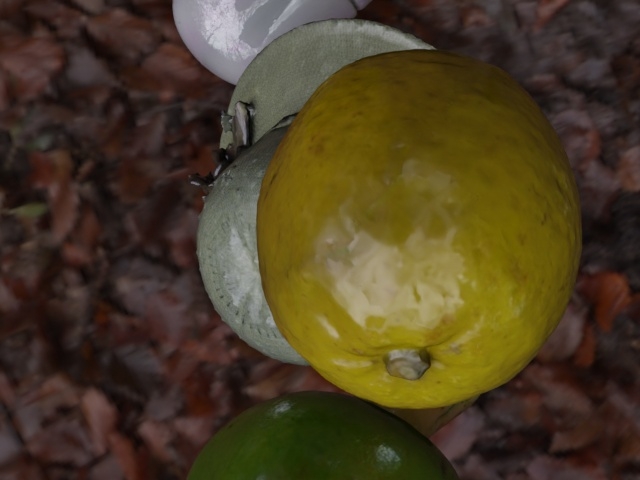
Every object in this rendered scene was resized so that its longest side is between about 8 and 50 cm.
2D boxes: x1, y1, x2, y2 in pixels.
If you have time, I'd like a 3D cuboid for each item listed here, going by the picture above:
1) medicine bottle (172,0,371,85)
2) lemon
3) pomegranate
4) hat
[{"bbox_3d":[0.023,-0.264,1.270,0.130,0.130,0.341,44,91,12],"label":"medicine bottle"},{"bbox_3d":[0.048,-0.009,0.790,0.170,0.207,0.170,2,125,3],"label":"lemon"},{"bbox_3d":[0.026,0.193,1.259,0.236,0.302,0.236,27,156,13],"label":"pomegranate"},{"bbox_3d":[0.000,0.000,0.983,0.257,0.130,0.257,15,118,31],"label":"hat"}]
